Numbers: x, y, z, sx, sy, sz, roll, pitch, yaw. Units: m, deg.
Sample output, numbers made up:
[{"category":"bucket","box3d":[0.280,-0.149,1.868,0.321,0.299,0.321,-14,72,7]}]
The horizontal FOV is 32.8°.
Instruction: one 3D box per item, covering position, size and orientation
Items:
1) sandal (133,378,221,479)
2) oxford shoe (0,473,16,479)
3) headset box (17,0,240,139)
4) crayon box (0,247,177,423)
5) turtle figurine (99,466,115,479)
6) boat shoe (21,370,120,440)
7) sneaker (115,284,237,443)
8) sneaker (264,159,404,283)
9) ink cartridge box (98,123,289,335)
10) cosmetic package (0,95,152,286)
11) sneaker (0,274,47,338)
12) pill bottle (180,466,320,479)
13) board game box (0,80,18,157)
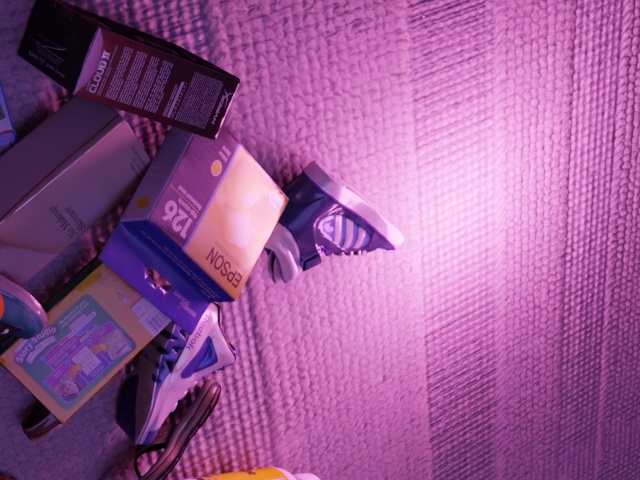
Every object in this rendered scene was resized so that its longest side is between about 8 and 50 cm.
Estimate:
[{"category":"sandal","box3d":[-0.308,0.394,2.150,0.303,0.086,0.120,-55,174,-21]},{"category":"oxford shoe","box3d":[-0.654,0.499,1.938,0.146,0.140,0.397,-31,146,24]},{"category":"headset box","box3d":[-0.308,-0.271,1.672,0.293,0.218,0.110,15,103,-43]},{"category":"crayon box","box3d":[-0.409,0.160,1.893,0.278,0.081,0.165,-43,109,-11]},{"category":"turtle figurine","box3d":[-0.474,0.642,2.151,0.266,0.274,0.198,-19,150,-5]},{"category":"boat shoe","box3d":[-0.462,0.272,1.970,0.207,0.073,0.073,-43,132,-20]},{"category":"sneaker","box3d":[-0.257,0.244,2.070,0.182,0.127,0.315,11,106,-39]},{"category":"sneaker","box3d":[0.000,0.000,2.144,0.236,0.130,0.323,-48,138,6]},{"category":"ink cartridge box","box3d":[-0.205,-0.026,1.862,0.303,0.072,0.307,50,59,-51]},{"category":"cosmetic package","box3d":[-0.431,-0.082,1.735,0.309,0.113,0.160,-43,151,-10]},{"category":"sneaker","box3d":[-0.547,0.094,1.653,0.302,0.108,0.121,45,57,-45]},{"category":"pill bottle","box3d":[-0.151,0.582,2.306,0.334,0.188,0.188,2,113,-39]},{"category":"board game box","box3d":[-0.558,-0.202,1.642,0.160,0.039,0.211,-25,129,-26]}]
